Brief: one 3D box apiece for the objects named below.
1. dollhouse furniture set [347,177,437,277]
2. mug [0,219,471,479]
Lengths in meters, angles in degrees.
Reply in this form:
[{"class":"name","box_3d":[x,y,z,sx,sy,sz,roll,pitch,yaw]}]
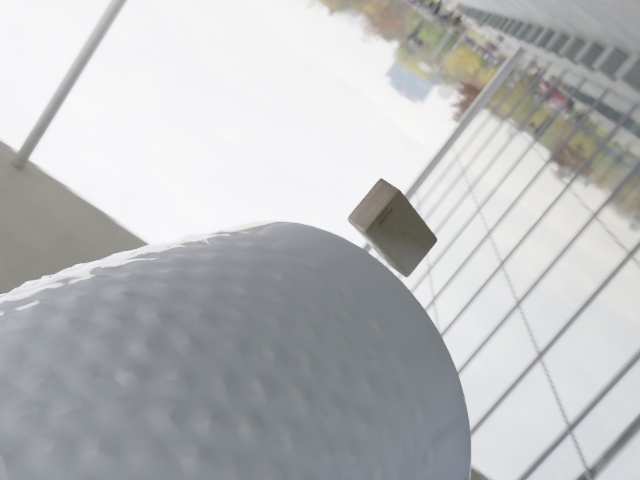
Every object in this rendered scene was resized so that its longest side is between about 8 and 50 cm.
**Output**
[{"class":"dollhouse furniture set","box_3d":[0.000,0.000,0.831,0.123,0.151,0.144,37,176,35]},{"class":"mug","box_3d":[-0.111,0.195,0.498,0.276,0.373,0.328,10,-164,34]}]
